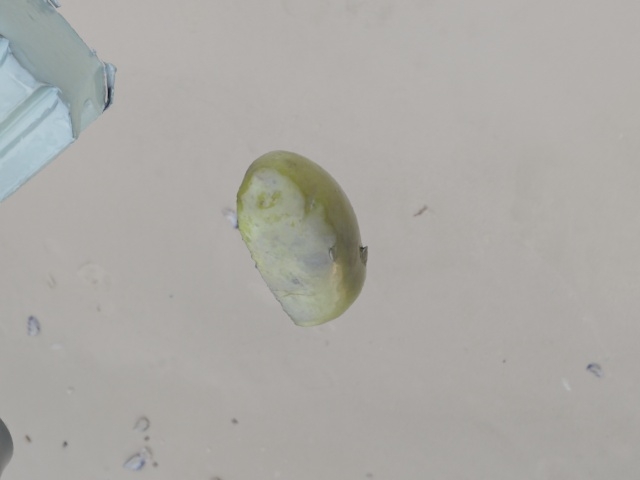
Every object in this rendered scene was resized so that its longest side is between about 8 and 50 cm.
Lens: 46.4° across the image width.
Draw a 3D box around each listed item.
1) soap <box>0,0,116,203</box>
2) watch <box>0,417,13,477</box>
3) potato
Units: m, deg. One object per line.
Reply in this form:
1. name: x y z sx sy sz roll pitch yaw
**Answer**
1. soap: -0.282 -0.081 0.526 0.262 0.094 0.150 -32 115 19
2. watch: -0.692 0.356 1.205 0.335 0.314 0.327 -33 116 27
3. potato: 0.000 0.000 1.006 0.111 0.160 0.271 10 137 42
